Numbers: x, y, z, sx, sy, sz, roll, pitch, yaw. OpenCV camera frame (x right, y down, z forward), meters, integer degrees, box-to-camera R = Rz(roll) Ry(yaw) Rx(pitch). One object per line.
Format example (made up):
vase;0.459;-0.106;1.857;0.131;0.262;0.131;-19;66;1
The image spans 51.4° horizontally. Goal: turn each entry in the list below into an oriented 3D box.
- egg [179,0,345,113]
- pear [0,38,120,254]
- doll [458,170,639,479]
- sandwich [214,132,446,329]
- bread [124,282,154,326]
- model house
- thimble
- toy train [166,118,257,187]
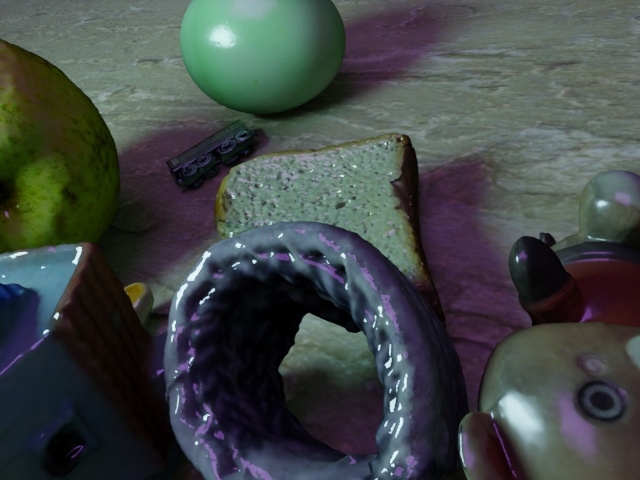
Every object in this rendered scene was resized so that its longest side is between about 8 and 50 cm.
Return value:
egg;-0.091;-0.309;1.044;0.270;0.220;0.220;13;52;26
pear;-0.449;-0.091;0.885;0.391;0.391;0.391;-14;42;13
doll;0.216;0.099;0.497;0.174;0.235;0.330;-48;8;45
sandwich;0.001;0.003;0.758;0.254;0.099;0.288;-10;43;6
bread;-0.284;0.133;0.797;0.214;0.053;0.073;-37;38;-10
model house;-0.248;0.119;0.617;0.329;0.295;0.252;-37;38;-23
thimble;0.004;0.110;0.542;0.217;0.157;0.245;-48;63;8
toy train;-0.166;-0.134;1.035;0.148;0.038;0.071;-33;42;-10
